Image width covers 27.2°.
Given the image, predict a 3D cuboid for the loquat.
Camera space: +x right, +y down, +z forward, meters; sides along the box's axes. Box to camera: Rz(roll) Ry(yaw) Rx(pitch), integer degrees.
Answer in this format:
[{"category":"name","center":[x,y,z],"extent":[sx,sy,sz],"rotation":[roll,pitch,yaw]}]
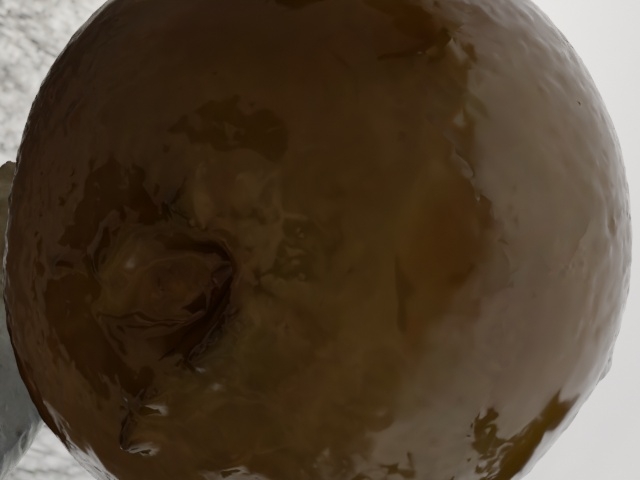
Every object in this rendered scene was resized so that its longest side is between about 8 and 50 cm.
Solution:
[{"category":"loquat","center":[0.000,0.000,0.666],"extent":[0.328,0.328,0.328],"rotation":[-25,-127,38]}]

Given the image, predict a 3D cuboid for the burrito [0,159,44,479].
[{"category":"burrito","center":[-0.243,0.094,0.923],"extent":[0.105,0.143,0.299],"rotation":[-5,-138,29]}]
